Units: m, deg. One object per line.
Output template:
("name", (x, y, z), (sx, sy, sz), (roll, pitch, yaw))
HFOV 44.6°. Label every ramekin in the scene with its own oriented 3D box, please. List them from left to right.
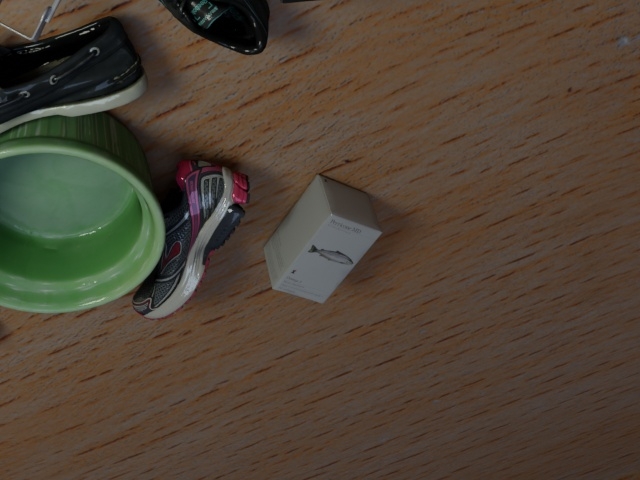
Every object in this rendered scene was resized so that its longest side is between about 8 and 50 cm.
("ramekin", (-0.376, -0.052, 1.099), (0.303, 0.148, 0.303), (-8, 134, -8))

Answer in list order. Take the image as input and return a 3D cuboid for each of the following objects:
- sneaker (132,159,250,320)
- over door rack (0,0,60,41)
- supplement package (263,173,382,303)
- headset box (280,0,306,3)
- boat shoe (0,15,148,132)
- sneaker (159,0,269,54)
("sneaker", (-0.224, -0.003, 1.215), (0.112, 0.121, 0.299), (21, 118, -25))
("over door rack", (-0.216, -0.322, 0.760), (0.108, 0.239, 0.324), (41, 91, -9))
("supplement package", (0.000, 0.000, 1.284), (0.105, 0.105, 0.179), (19, 125, -29))
("headset box", (0.049, -0.434, 0.880), (0.218, 0.110, 0.293), (-8, 134, -8))
("boat shoe", (-0.393, -0.203, 0.967), (0.340, 0.127, 0.113), (-12, 133, -7))
("sneaker", (-0.159, -0.320, 0.937), (0.267, 0.106, 0.101), (30, 120, -34))
